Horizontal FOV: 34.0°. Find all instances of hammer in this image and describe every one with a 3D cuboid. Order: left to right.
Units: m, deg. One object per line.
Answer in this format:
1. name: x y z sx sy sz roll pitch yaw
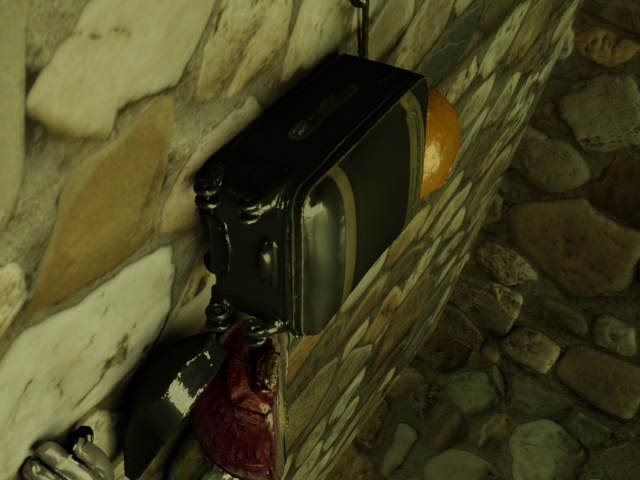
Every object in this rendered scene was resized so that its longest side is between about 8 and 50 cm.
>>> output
1. hammer: 0.069 -0.309 1.592 0.058 0.029 0.292 -54 167 -16

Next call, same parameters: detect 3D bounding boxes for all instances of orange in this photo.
1. orange: 0.140 -0.166 1.807 0.219 0.193 0.219 18 90 -89

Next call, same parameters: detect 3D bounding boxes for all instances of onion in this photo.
1. onion: -0.133 0.237 1.657 0.348 0.159 0.267 86 3 -64

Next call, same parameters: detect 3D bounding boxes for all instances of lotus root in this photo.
1. lotus root: -0.200 0.443 1.891 0.140 0.158 0.322 -28 157 -32

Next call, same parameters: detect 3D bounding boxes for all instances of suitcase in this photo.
1. suitcase: 0.006 -0.071 1.463 0.434 0.194 0.283 -48 149 -44

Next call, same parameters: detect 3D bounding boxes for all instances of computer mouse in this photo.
1. computer mouse: -0.229 0.231 1.520 0.168 0.087 0.295 -57 -179 -42

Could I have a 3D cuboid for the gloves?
1. gloves: -0.332 0.347 1.371 0.142 0.119 0.285 -92 -169 -48
